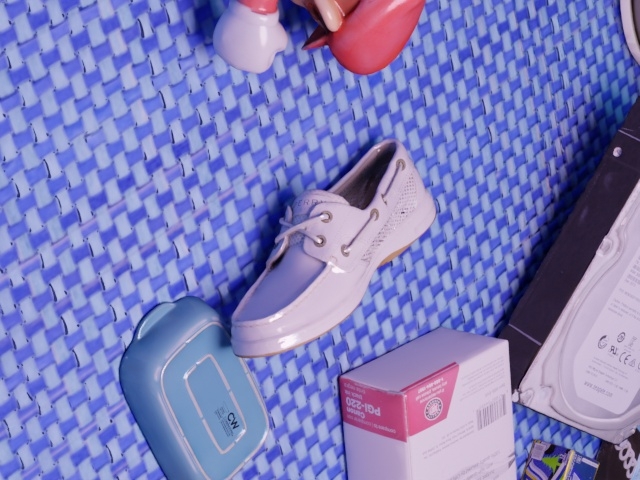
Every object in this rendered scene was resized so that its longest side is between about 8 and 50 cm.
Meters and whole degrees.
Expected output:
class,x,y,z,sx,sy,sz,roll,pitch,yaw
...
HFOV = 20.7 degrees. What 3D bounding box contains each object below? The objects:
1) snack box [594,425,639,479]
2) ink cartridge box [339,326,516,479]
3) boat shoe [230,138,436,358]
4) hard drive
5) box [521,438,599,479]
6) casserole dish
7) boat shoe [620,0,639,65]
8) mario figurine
class,x,y,z,sx,sy,sz,roll,pitch,yaw
snack box,0.424,0.178,2.029,0.187,0.060,0.322,31,76,-46
ink cartridge box,0.108,0.212,1.681,0.158,0.092,0.217,-22,113,-42
boat shoe,0.000,0.000,1.519,0.277,0.098,0.096,-46,124,-45
hard drive,0.328,0.040,1.836,0.237,0.064,0.339,27,94,-47
box,0.236,0.302,1.865,0.059,0.054,0.169,28,79,-46
casserole dish,-0.100,0.135,1.485,0.114,0.037,0.188,-44,129,-30
boat shoe,0.404,-0.197,1.898,0.109,0.091,0.305,-46,129,-30
mario figurine,-0.038,-0.266,1.426,0.198,0.170,0.320,-33,117,6
